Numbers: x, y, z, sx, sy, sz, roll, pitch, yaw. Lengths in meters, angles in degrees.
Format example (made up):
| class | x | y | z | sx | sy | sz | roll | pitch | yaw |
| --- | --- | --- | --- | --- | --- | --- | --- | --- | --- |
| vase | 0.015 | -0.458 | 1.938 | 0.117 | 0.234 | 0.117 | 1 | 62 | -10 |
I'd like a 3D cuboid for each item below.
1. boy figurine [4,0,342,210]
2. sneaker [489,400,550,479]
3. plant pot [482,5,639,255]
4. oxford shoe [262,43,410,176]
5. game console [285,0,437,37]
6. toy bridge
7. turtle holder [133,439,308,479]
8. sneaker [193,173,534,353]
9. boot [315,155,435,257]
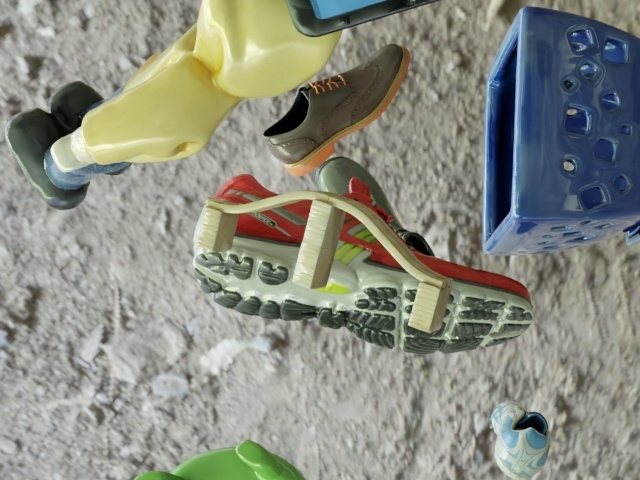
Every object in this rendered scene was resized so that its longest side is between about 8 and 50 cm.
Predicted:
| class | x | y | z | sx | sy | sz | roll | pitch | yaw |
| --- | --- | --- | --- | --- | --- | --- | --- | --- | --- |
| boy figurine | -0.102 | -0.101 | 0.747 | 0.177 | 0.285 | 0.092 | -43 | 103 | -40 |
| sneaker | 0.300 | 0.280 | 1.664 | 0.085 | 0.237 | 0.086 | 40 | 101 | 0 |
| plant pot | 0.302 | -0.109 | 1.268 | 0.212 | 0.236 | 0.236 | 2 | 80 | 0 |
| oxford shoe | 0.027 | -0.222 | 1.788 | 0.271 | 0.098 | 0.097 | -45 | 35 | 2 |
| game console | 0.023 | -0.154 | 0.520 | 0.122 | 0.107 | 0.071 | -14 | 80 | 16 |
| toy bridge | 0.000 | 0.000 | 0.746 | 0.188 | 0.026 | 0.063 | 20 | 102 | 26 |
| turtle holder | -0.069 | 0.378 | 1.440 | 0.320 | 0.227 | 0.243 | -33 | 56 | 5 |
| sneaker | 0.041 | 0.008 | 0.903 | 0.279 | 0.107 | 0.118 | 15 | 58 | -5 |
| boot | 0.098 | -0.010 | 1.534 | 0.083 | 0.161 | 0.246 | -37 | 103 | -13 |
